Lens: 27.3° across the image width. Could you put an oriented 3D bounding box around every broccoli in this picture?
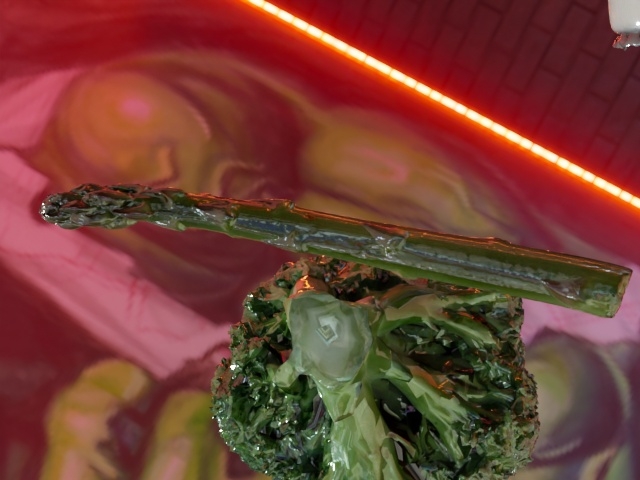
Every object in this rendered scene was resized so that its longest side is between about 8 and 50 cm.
[{"bbox_3d":[0.041,0.130,1.148,0.308,0.308,0.275,-60,-20,-5],"label":"broccoli"}]

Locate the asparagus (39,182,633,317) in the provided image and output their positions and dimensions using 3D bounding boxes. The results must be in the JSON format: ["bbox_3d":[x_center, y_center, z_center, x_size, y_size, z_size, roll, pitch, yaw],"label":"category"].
[{"bbox_3d":[0.000,0.000,0.537,0.024,0.248,0.025,88,-164,-45],"label":"asparagus"}]

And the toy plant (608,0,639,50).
[{"bbox_3d":[0.327,-0.342,1.097,0.247,0.247,0.332,-33,-69,-72],"label":"toy plant"}]
